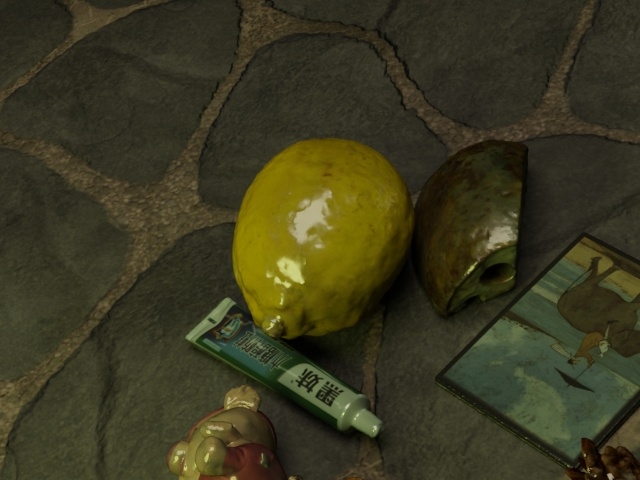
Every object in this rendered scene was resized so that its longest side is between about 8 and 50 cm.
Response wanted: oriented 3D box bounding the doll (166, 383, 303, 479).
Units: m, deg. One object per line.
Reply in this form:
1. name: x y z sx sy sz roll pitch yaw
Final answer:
1. doll: -0.127 0.312 1.840 0.196 0.152 0.256 -51 12 6

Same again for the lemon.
1. lemon: 0.003 -0.006 2.052 0.285 0.285 0.316 -11 25 8

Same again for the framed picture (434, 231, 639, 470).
1. framed picture: 0.369 0.149 1.960 0.347 0.016 0.265 -41 50 -20

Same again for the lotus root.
1. lotus root: 0.231 -0.046 2.103 0.210 0.142 0.314 -12 44 9

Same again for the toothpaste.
1. toothpaste: -0.049 0.191 2.025 0.392 0.061 0.099 29 64 39

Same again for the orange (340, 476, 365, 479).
1. orange: 0.037 0.357 1.840 0.086 0.062 0.086 0 55 0

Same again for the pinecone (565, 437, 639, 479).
1. pinecone: 0.326 0.370 1.611 0.264 0.264 0.264 -9 46 10
